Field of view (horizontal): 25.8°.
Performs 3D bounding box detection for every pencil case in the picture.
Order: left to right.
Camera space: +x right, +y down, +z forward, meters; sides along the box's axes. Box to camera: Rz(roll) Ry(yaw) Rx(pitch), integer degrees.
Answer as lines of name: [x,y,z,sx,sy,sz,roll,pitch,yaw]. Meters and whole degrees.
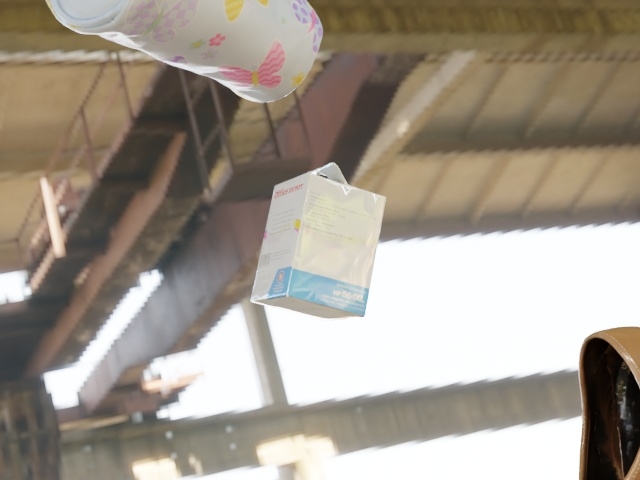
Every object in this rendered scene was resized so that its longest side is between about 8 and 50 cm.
pencil case: [-0.117,-0.204,1.239,0.124,0.113,0.273,-23,-21,30]

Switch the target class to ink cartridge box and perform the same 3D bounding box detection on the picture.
ink cartridge box: [0.000,0.000,1.392,0.090,0.143,0.092,17,-13,-23]

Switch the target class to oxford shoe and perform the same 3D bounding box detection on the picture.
oxford shoe: [0.145,0.137,0.599,0.076,0.212,0.076,13,-32,-34]
